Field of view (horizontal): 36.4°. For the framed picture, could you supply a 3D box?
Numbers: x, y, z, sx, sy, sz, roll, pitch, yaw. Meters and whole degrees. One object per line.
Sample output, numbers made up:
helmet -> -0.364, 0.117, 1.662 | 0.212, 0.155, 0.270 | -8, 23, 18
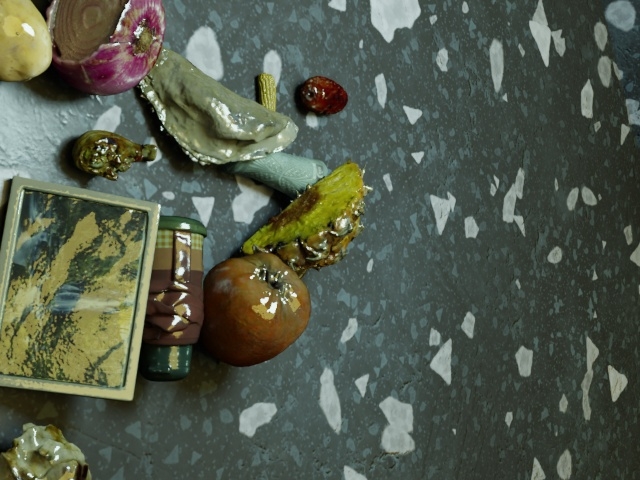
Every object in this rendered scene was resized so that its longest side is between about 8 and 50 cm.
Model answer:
framed picture -> -0.383, 0.076, 1.503 | 0.240, 0.020, 0.324 | 13, 76, -22

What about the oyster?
oyster -> -0.439, 0.425, 1.402 | 0.198, 0.133, 0.337 | 50, 47, -25

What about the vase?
vase -> -0.092, -0.140, 1.886 | 0.219, 0.096, 0.096 | 17, 74, -44

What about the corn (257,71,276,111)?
corn -> -0.106, -0.285, 1.921 | 0.037, 0.037, 0.092 | 4, 86, -49

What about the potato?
potato -> -0.474, -0.318, 1.442 | 0.118, 0.109, 0.178 | -34, 111, -7

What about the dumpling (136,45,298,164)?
dumpling -> -0.185, -0.223, 1.723 | 0.332, 0.086, 0.166 | 25, 64, -23

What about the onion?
onion -> -0.335, -0.333, 1.561 | 0.200, 0.200, 0.207 | 18, 61, -47

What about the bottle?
bottle -> -0.264, 0.100, 1.631 | 0.156, 0.143, 0.271 | 79, 11, -80

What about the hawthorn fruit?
hawthorn fruit -> -0.134, 0.144, 1.730 | 0.199, 0.251, 0.199 | 21, 34, -14

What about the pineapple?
pineapple -> 0.002, 0.004, 1.853 | 0.334, 0.161, 0.158 | -36, 130, -29

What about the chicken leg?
chicken leg -> -0.336, -0.141, 1.624 | 0.178, 0.070, 0.093 | -10, 69, -61

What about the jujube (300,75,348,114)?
jujube -> 0.011, -0.302, 2.030 | 0.129, 0.077, 0.077 | -2, 88, -55
